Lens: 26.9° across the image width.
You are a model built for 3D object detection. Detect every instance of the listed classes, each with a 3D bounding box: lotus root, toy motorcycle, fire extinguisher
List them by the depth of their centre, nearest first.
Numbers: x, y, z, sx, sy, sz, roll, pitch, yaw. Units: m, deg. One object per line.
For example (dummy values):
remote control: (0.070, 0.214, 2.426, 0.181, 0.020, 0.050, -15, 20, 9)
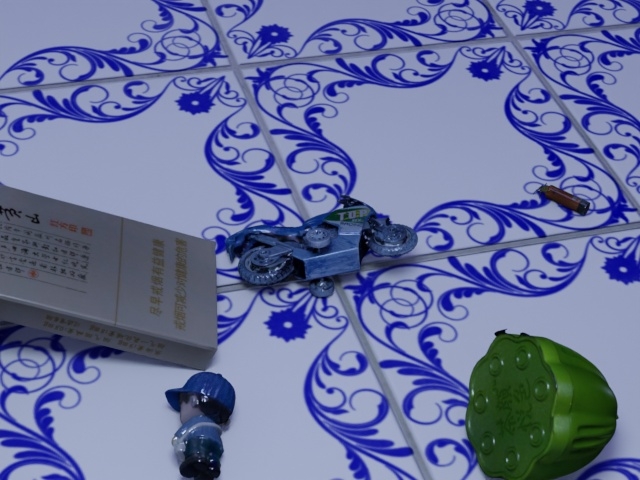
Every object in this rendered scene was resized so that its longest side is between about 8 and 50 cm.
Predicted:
lotus root: (0.289, 0.203, 1.596, 0.186, 0.186, 0.186, 4, 42, -4)
toy motorcycle: (0.000, 0.000, 1.824, 0.254, 0.092, 0.135, -12, 35, -7)
fire extinguisher: (0.359, -0.062, 1.993, 0.083, 0.022, 0.028, 27, 76, 21)

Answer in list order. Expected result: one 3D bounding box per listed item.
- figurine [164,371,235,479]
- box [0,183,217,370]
figurine: (-0.136, 0.213, 1.574, 0.077, 0.079, 0.136, 36, 23, -33)
box: (-0.308, 0.037, 1.686, 0.365, 0.051, 0.204, 16, 39, -18)
